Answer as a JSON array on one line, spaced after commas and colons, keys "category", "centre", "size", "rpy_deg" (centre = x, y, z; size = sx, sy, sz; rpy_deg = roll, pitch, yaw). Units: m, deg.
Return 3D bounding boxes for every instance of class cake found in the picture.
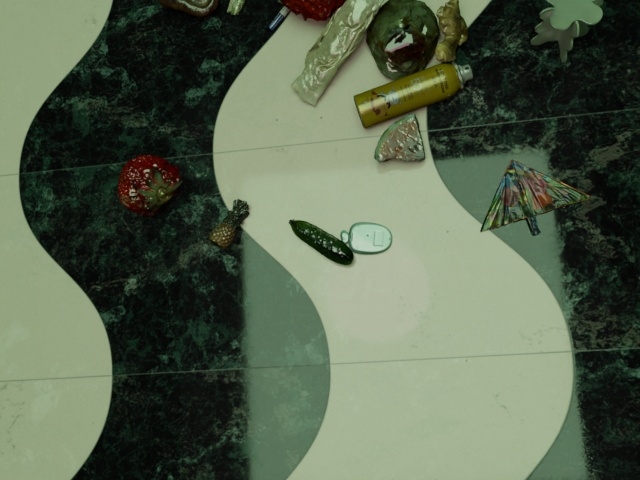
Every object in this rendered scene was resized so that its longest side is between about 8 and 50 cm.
[{"category": "cake", "centre": [-0.257, -0.798, 1.997], "size": [0.051, 0.055, 0.140], "rpy_deg": [27, 103, 11]}]

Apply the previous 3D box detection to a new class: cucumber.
[{"category": "cucumber", "centre": [0.000, 0.000, 1.797], "size": [0.227, 0.069, 0.069], "rpy_deg": [32, 86, 17]}]

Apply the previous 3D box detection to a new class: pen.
[{"category": "pen", "centre": [-0.099, -0.752, 1.964], "size": [0.025, 0.025, 0.204], "rpy_deg": [38, 89, 13]}]

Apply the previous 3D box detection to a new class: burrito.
[{"category": "burrito", "centre": [0.049, -0.595, 1.849], "size": [0.117, 0.076, 0.392], "rpy_deg": [36, 104, 0]}]

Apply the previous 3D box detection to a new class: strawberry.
[{"category": "strawberry", "centre": [-0.533, -0.180, 1.861], "size": [0.201, 0.184, 0.187], "rpy_deg": [38, 124, 35]}, {"category": "strawberry", "centre": [-0.003, -0.805, 1.789], "size": [0.292, 0.343, 0.292], "rpy_deg": [0, 92, -11]}]

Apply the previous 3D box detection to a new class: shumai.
[{"category": "shumai", "centre": [0.243, -0.625, 1.799], "size": [0.222, 0.204, 0.272], "rpy_deg": [-15, 74, 5]}]

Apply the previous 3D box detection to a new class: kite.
[{"category": "kite", "centre": [0.590, -0.130, 1.751], "size": [0.321, 0.016, 0.234], "rpy_deg": [-17, 76, 5]}]

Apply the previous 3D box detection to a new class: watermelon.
[{"category": "watermelon", "centre": [0.244, -0.272, 1.806], "size": [0.139, 0.071, 0.187], "rpy_deg": [42, 80, 7]}]

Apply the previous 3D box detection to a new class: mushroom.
[{"category": "mushroom", "centre": [-0.447, -0.819, 1.931], "size": [0.226, 0.217, 0.148], "rpy_deg": [13, 83, 11]}]

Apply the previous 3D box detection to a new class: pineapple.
[{"category": "pineapple", "centre": [-0.270, -0.052, 1.849], "size": [0.074, 0.074, 0.159], "rpy_deg": [29, 78, 13]}]

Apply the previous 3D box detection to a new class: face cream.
[{"category": "face cream", "centre": [0.276, -0.437, 1.807], "size": [0.348, 0.105, 0.105], "rpy_deg": [-19, 78, 5]}]

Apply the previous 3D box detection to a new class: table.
[{"category": "table", "centre": [0.685, -0.610, 1.723], "size": [0.166, 0.198, 0.167], "rpy_deg": [-2, 79, 9]}]

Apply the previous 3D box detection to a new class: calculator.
[{"category": "calculator", "centre": [0.133, -0.007, 1.796], "size": [0.152, 0.021, 0.095], "rpy_deg": [3, 80, 6]}]

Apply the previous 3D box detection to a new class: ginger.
[{"category": "ginger", "centre": [0.373, -0.613, 1.799], "size": [0.059, 0.133, 0.214], "rpy_deg": [-1, 46, 44]}]
